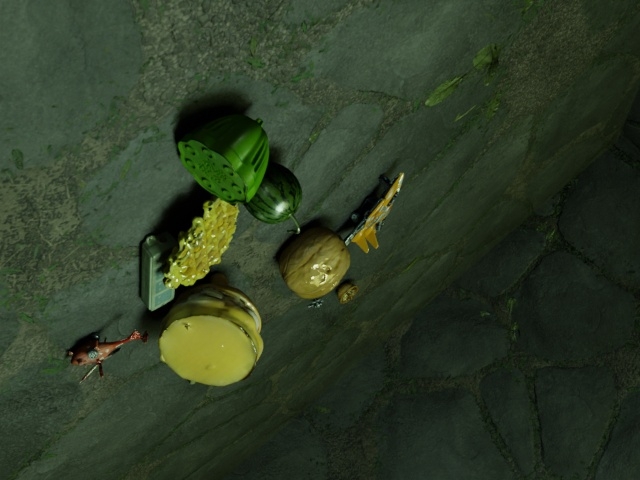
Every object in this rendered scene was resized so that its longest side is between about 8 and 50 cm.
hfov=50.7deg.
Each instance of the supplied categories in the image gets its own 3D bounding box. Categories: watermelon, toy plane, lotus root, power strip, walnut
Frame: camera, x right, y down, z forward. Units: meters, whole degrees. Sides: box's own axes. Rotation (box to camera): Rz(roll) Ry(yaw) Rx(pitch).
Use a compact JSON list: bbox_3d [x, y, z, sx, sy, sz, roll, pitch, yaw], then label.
[{"bbox_3d":[-0.101,-0.097,1.577,0.140,0.187,0.141,-41,168,-11],"label":"watermelon"},{"bbox_3d":[-0.526,0.271,1.664,0.194,0.126,0.077,-11,133,21],"label":"toy plane"},{"bbox_3d":[0.177,-0.107,2.137,0.204,0.103,0.316,-22,144,-43],"label":"toy plane"},{"bbox_3d":[-0.168,-0.188,1.366,0.186,0.186,0.186,-34,157,-17],"label":"lotus root"},{"bbox_3d":[-0.387,0.079,1.618,0.078,0.052,0.272,-31,155,-33],"label":"power strip"},{"bbox_3d":[0.097,0.196,2.615,0.091,0.052,0.121,-40,160,-7],"label":"walnut"},{"bbox_3d":[-0.016,0.065,2.026,0.222,0.195,0.195,-47,158,-3],"label":"walnut"},{"bbox_3d":[-0.011,0.240,2.552,0.078,0.031,0.083,-23,154,-2],"label":"toy plane"}]

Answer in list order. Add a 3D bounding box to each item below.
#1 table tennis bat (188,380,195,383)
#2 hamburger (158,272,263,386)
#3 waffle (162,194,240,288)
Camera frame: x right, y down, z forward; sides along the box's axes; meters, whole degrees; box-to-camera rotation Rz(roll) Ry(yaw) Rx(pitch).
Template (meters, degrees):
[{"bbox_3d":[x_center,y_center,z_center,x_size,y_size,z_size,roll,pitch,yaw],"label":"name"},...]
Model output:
[{"bbox_3d":[-0.406,0.408,2.246,0.131,0.022,0.234,-24,151,-37],"label":"table tennis bat"},{"bbox_3d":[-0.287,0.229,1.822,0.276,0.276,0.237,-54,-163,30],"label":"hamburger"},{"bbox_3d":[-0.270,-0.002,1.581,0.280,0.060,0.262,-59,171,18],"label":"waffle"}]
